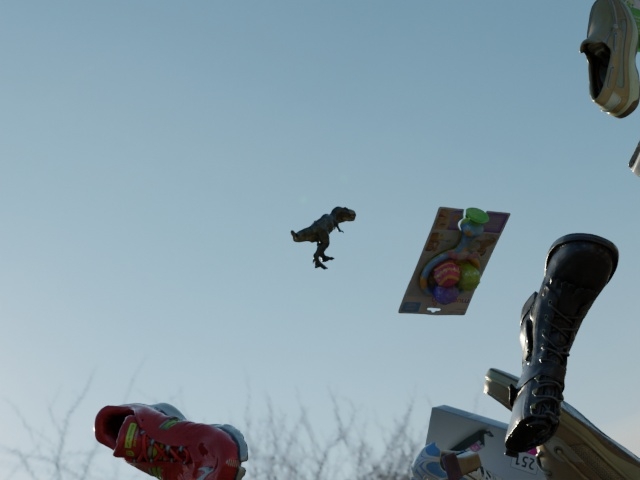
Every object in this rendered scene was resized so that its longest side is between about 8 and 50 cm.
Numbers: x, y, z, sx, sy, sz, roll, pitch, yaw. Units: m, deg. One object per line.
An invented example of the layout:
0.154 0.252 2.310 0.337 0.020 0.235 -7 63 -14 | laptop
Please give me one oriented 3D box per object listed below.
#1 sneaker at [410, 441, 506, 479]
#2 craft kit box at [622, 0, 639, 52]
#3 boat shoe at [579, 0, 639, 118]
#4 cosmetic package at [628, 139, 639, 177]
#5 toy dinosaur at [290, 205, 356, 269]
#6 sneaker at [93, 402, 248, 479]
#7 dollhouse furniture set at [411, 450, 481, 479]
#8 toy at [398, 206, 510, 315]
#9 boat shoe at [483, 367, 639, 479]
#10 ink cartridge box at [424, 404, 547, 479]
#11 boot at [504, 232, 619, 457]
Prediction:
0.276 0.437 1.814 0.237 0.085 0.086 24 -62 -27 | sneaker
0.603 -0.428 1.684 0.250 0.246 0.061 12 -22 -13 | craft kit box
0.377 -0.255 1.302 0.072 0.190 0.068 16 -34 -25 | boat shoe
0.580 -0.073 1.097 0.217 0.385 0.156 -36 -26 -25 | cosmetic package
0.000 0.000 2.265 0.064 0.118 0.268 0 15 30 | toy dinosaur
-0.199 0.267 1.242 0.118 0.107 0.279 18 -9 -40 | sneaker
0.201 0.381 1.543 0.081 0.091 0.114 -24 -14 34 | dollhouse furniture set
0.236 0.053 1.708 0.137 0.056 0.237 4 -56 -19 | toy
0.372 0.318 1.461 0.110 0.341 0.121 -56 -19 5 | boat shoe
0.331 0.477 1.951 0.275 0.239 0.060 12 5 33 | ink cartridge box
0.306 0.142 1.267 0.091 0.229 0.263 17 -39 4 | boot
